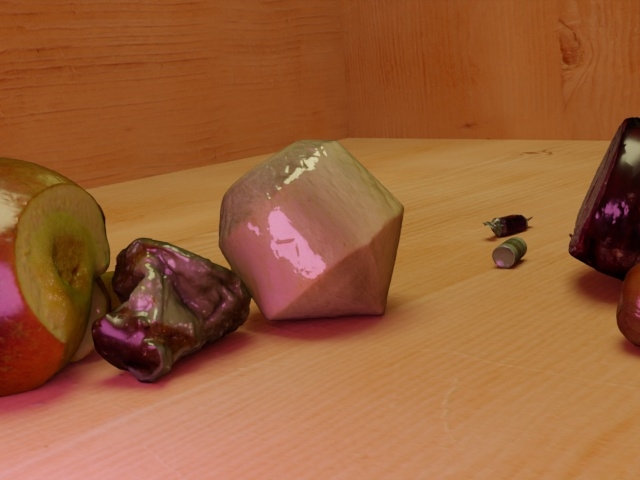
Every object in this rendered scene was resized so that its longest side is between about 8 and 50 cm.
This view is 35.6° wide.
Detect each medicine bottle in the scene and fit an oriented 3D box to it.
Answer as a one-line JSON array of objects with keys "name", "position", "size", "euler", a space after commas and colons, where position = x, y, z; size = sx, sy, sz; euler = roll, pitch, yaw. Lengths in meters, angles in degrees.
[{"name": "medicine bottle", "position": [0.367, 0.022, 1.930], "size": [0.047, 0.047, 0.083], "euler": [2, 14, 28]}]

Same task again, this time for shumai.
[{"name": "shumai", "position": [-0.238, 0.129, 1.513], "size": [0.222, 0.203, 0.272], "euler": [9, -20, 24]}]

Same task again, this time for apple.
[{"name": "apple", "position": [-0.471, 0.057, 1.489], "size": [0.384, 0.374, 0.374], "euler": [38, 35, 28]}, {"name": "apple", "position": [0.468, 0.089, 1.382], "size": [0.102, 0.126, 0.126], "euler": [10, 15, 12]}]

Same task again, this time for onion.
[{"name": "onion", "position": [0.581, -0.055, 1.686], "size": [0.260, 0.281, 0.337], "euler": [18, 6, 10]}]

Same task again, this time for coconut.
[{"name": "coconut", "position": [0.000, 0.000, 1.651], "size": [0.329, 0.328, 0.329], "euler": [-4, 12, 1]}]

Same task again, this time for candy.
[{"name": "candy", "position": [0.417, -0.034, 2.206], "size": [0.175, 0.043, 0.045], "euler": [-11, 11, -43]}]

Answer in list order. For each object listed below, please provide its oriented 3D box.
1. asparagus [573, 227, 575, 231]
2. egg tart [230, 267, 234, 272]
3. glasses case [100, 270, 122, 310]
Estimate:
[{"name": "asparagus", "position": [0.564, 0.003, 2.012], "size": [0.023, 0.022, 0.233], "euler": [-35, 17, -4]}, {"name": "egg tart", "position": [-0.131, 0.064, 1.924], "size": [0.129, 0.049, 0.129], "euler": [-3, 13, 1]}, {"name": "glasses case", "position": [-0.308, 0.086, 1.809], "size": [0.234, 0.079, 0.064], "euler": [-3, 4, 8]}]
